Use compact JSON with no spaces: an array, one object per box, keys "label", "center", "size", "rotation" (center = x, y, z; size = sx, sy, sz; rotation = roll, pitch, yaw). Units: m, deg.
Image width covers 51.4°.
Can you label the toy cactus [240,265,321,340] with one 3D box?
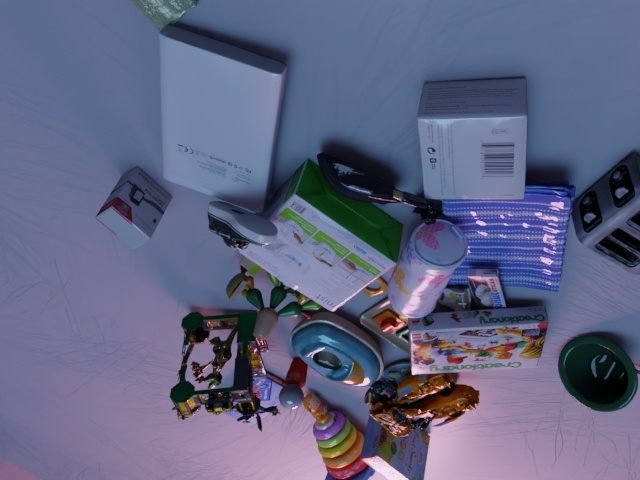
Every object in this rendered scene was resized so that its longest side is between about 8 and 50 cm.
[{"label":"toy cactus","center":[-0.113,0.149,1.569],"size":[0.219,0.180,0.112],"rotation":[23,155,1]}]

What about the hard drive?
[{"label":"hard drive","center":[-0.197,-0.222,1.291],"size":[0.233,0.047,0.353],"rotation":[20,139,5]}]

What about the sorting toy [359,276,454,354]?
[{"label":"sorting toy","center":[0.215,0.202,1.608],"size":[0.348,0.047,0.196],"rotation":[34,133,-17]}]

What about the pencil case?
[{"label":"pencil case","center":[0.220,0.065,1.385],"size":[0.124,0.113,0.273],"rotation":[-15,154,-12]}]

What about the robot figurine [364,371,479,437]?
[{"label":"robot figurine","center":[0.251,0.420,1.725],"size":[0.211,0.085,0.291],"rotation":[42,126,-19]}]

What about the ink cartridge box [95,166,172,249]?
[{"label":"ink cartridge box","center":[-0.402,-0.073,1.446],"size":[0.063,0.150,0.109],"rotation":[-29,120,31]}]

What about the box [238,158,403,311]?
[{"label":"box","center":[0.000,0.000,1.417],"size":[0.262,0.126,0.231],"rotation":[33,133,-16]}]

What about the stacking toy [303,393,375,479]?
[{"label":"stacking toy","center":[0.038,0.567,1.963],"size":[0.166,0.175,0.301],"rotation":[-20,111,30]}]

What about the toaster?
[{"label":"toaster","center":[0.584,-0.041,1.223],"size":[0.186,0.110,0.168],"rotation":[28,135,-12]}]

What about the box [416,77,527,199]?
[{"label":"box","center":[0.270,-0.177,1.174],"size":[0.182,0.119,0.181],"rotation":[1,133,16]}]

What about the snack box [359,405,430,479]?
[{"label":"snack box","center":[0.217,0.587,1.890],"size":[0.070,0.174,0.207],"rotation":[-25,123,38]}]

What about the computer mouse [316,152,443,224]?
[{"label":"computer mouse","center":[0.106,-0.088,1.269],"size":[0.262,0.184,0.060],"rotation":[25,95,-8]}]

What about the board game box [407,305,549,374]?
[{"label":"board game box","center":[0.360,0.235,1.547],"size":[0.305,0.053,0.193],"rotation":[-5,138,6]}]

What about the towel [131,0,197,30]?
[{"label":"towel","center":[-0.293,-0.441,1.145],"size":[0.110,0.027,0.148],"rotation":[-25,122,33]}]

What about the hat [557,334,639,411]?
[{"label":"hat","center":[0.695,0.306,1.589],"size":[0.173,0.184,0.208],"rotation":[-45,68,35]}]

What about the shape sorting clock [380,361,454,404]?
[{"label":"shape sorting clock","center":[0.261,0.394,1.785],"size":[0.206,0.040,0.206],"rotation":[8,134,8]}]

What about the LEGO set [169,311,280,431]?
[{"label":"LEGO set","center":[-0.247,0.345,1.716],"size":[0.255,0.331,0.192],"rotation":[-12,134,-1]}]

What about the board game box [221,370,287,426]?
[{"label":"board game box","center":[-0.200,0.475,2.006],"size":[0.145,0.027,0.281],"rotation":[31,133,-16]}]

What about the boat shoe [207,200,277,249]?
[{"label":"boat shoe","center":[-0.159,-0.019,1.342],"size":[0.078,0.219,0.070],"rotation":[-2,109,-37]}]

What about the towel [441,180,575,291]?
[{"label":"towel","center":[0.371,0.000,1.341],"size":[0.243,0.040,0.336],"rotation":[2,142,16]}]

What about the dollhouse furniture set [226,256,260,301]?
[{"label":"dollhouse furniture set","center":[-0.185,0.061,1.524],"size":[0.059,0.076,0.151],"rotation":[37,89,-23]}]

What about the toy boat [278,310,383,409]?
[{"label":"toy boat","center":[0.008,0.328,1.717],"size":[0.267,0.148,0.318],"rotation":[35,132,-18]}]

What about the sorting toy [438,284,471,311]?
[{"label":"sorting toy","center":[0.301,0.128,1.519],"size":[0.075,0.044,0.083],"rotation":[4,137,25]}]

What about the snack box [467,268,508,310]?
[{"label":"snack box","center":[0.369,0.112,1.460],"size":[0.064,0.022,0.178],"rotation":[-2,149,23]}]
